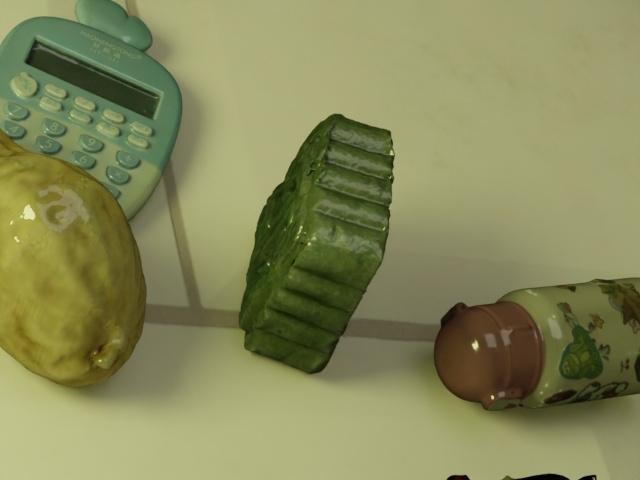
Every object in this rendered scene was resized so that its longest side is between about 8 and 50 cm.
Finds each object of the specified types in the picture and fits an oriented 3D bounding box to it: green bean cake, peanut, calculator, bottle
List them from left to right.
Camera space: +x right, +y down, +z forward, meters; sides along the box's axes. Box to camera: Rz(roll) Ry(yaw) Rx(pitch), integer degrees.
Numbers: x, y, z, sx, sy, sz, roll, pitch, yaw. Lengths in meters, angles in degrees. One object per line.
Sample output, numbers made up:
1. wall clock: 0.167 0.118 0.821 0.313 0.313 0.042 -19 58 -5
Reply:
1. peanut: -0.254 -0.014 1.324 0.291 0.159 0.143 42 18 7
2. calculator: -0.227 -0.121 1.514 0.188 0.042 0.302 23 45 -11
3. green bean cake: 0.000 0.000 1.443 0.094 0.185 0.183 21 46 -11
4. bottle: 0.224 0.103 1.542 0.253 0.120 0.120 -6 57 -33

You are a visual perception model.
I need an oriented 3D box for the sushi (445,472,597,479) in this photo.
1. sushi: 0.155 0.265 1.321 0.150 0.172 0.153 3 73 -2
